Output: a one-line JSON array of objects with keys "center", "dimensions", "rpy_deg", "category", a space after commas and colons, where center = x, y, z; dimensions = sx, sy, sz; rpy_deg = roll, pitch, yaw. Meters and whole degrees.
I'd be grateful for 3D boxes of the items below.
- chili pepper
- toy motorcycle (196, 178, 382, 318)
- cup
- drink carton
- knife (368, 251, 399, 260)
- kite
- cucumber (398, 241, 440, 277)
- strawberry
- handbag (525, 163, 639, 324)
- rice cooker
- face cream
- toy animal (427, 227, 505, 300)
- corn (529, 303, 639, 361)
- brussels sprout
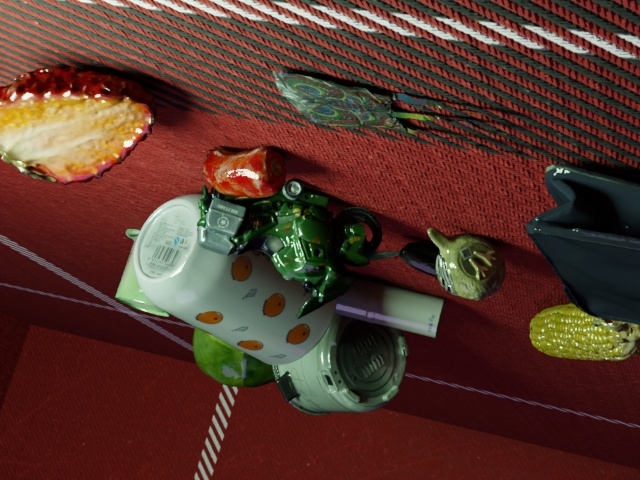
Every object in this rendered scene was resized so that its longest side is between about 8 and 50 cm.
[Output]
[{"center": [-0.102, -0.094, 1.592], "dimensions": [0.070, 0.073, 0.123], "rpy_deg": [-14, -169, -43], "category": "chili pepper"}, {"center": [-0.056, 0.008, 1.693], "dimensions": [0.275, 0.187, 0.125], "rpy_deg": [19, 166, -4], "category": "toy motorcycle"}, {"center": [-0.150, 0.062, 1.947], "dimensions": [0.212, 0.212, 0.317], "rpy_deg": [3, 160, 43], "category": "cup"}, {"center": [-0.336, 0.069, 2.336], "dimensions": [0.146, 0.142, 0.144], "rpy_deg": [13, 165, 20], "category": "drink carton"}, {"center": [0.085, 0.029, 1.972], "dimensions": [0.023, 0.010, 0.170], "rpy_deg": [24, 162, -27], "category": "knife"}, {"center": [0.088, -0.142, 1.309], "dimensions": [0.286, 0.015, 0.152], "rpy_deg": [14, 169, 20], "category": "kite"}, {"center": [0.171, 0.030, 1.805], "dimensions": [0.105, 0.048, 0.048], "rpy_deg": [20, 166, -4], "category": "cucumber"}, {"center": [-0.316, -0.172, 1.497], "dimensions": [0.237, 0.111, 0.190], "rpy_deg": [-15, 142, 21], "category": "strawberry"}, {"center": [0.408, 0.023, 1.374], "dimensions": [0.269, 0.118, 0.326], "rpy_deg": [17, 169, 29], "category": "handbag"}, {"center": [0.033, 0.236, 2.373], "dimensions": [0.227, 0.280, 0.241], "rpy_deg": [-9, 111, 53], "category": "rice cooker"}, {"center": [0.100, 0.114, 2.143], "dimensions": [0.250, 0.077, 0.077], "rpy_deg": [14, 166, 9], "category": "face cream"}, {"center": [0.202, 0.032, 1.696], "dimensions": [0.137, 0.098, 0.098], "rpy_deg": [34, 165, -3], "category": "toy animal"}, {"center": [0.424, 0.146, 1.856], "dimensions": [0.106, 0.106, 0.293], "rpy_deg": [20, 166, -16], "category": "corn"}, {"center": [-0.134, 0.206, 2.506], "dimensions": [0.271, 0.219, 0.210], "rpy_deg": [3, -167, -33], "category": "brussels sprout"}]
